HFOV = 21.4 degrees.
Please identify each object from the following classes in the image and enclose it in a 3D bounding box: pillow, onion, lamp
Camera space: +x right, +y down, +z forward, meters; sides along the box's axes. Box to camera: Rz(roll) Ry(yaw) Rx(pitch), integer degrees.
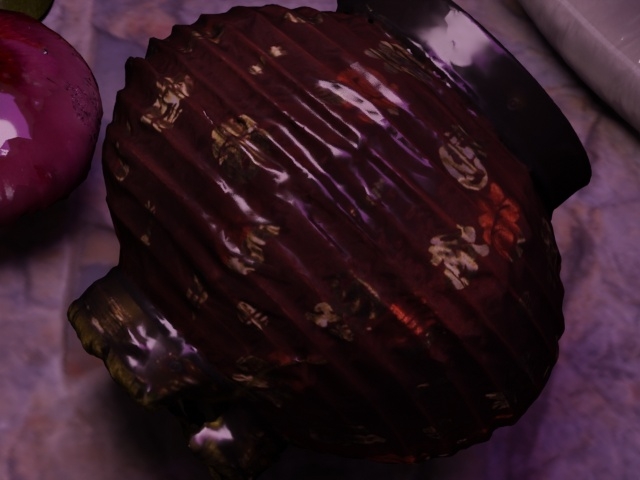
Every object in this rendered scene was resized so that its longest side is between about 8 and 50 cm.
[{"bbox_3d":[0.220,-0.118,1.040,0.144,0.078,0.254,-15,54,-40],"label":"pillow"},{"bbox_3d":[-0.186,-0.083,0.843,0.150,0.140,0.150,-2,39,2],"label":"onion"},{"bbox_3d":[0.000,0.000,0.771,0.247,0.247,0.247,8,46,-9],"label":"lamp"}]

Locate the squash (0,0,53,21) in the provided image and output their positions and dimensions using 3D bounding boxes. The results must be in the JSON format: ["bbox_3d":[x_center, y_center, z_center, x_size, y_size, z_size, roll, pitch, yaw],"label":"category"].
[{"bbox_3d":[-0.193,-0.193,0.947,0.105,0.132,0.105,9,48,-10],"label":"squash"}]
